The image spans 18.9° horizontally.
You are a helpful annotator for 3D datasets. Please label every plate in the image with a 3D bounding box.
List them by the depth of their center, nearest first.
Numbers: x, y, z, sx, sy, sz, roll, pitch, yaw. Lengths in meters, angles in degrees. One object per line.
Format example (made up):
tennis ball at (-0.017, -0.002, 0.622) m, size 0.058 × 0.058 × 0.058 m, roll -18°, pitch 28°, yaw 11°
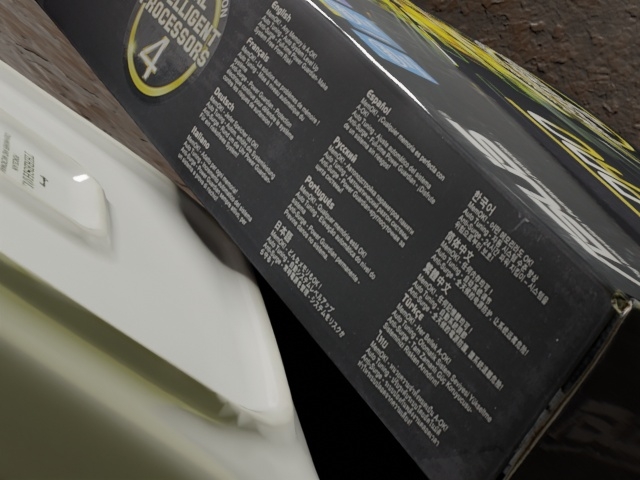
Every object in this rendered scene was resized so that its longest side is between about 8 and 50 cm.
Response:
plate at (-0.108, -0.012, 0.595) m, size 0.278 × 0.045 × 0.277 m, roll 35°, pitch 11°, yaw -17°

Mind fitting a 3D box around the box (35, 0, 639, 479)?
box at (0.084, 0.001, 0.784) m, size 0.318 × 0.097 × 0.395 m, roll 22°, pitch 17°, yaw -39°
